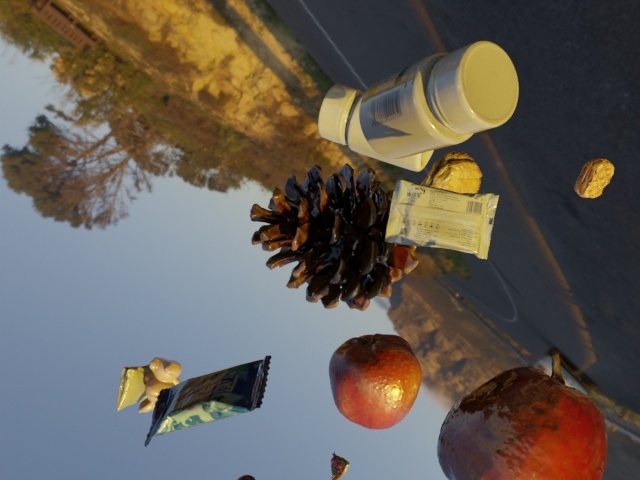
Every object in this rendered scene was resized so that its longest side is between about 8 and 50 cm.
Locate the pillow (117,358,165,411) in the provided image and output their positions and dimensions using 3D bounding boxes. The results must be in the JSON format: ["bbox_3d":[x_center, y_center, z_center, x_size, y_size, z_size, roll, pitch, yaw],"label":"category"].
[{"bbox_3d":[-0.615,0.493,1.732,0.050,0.148,0.230,18,179,17],"label":"pillow"}]

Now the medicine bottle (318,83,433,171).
[{"bbox_3d":[0.196,-0.382,1.680,0.371,0.211,0.211,23,178,20],"label":"medicine bottle"}]

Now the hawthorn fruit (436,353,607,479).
[{"bbox_3d":[0.295,0.288,0.716,0.224,0.260,0.224,22,-168,-5],"label":"hawthorn fruit"}]

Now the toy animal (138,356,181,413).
[{"bbox_3d":[-0.535,0.504,1.684,0.124,0.212,0.124,14,176,1],"label":"toy animal"}]

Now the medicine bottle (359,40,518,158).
[{"bbox_3d":[0.264,-0.317,1.166,0.208,0.208,0.340,42,159,-22],"label":"medicine bottle"}]

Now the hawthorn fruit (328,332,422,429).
[{"bbox_3d":[0.152,0.409,1.454,0.275,0.299,0.275,10,-161,-3],"label":"hawthorn fruit"}]

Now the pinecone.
[{"bbox_3d":[0.017,-0.027,1.165,0.384,0.384,0.384,44,-174,-5],"label":"pinecone"}]

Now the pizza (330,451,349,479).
[{"bbox_3d":[0.060,0.856,1.875,0.029,0.099,0.100,23,172,-32],"label":"pizza"}]

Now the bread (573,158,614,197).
[{"bbox_3d":[0.721,-0.162,1.322,0.083,0.110,0.044,9,-153,-20],"label":"bread"}]

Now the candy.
[{"bbox_3d":[-0.281,0.400,1.267,0.187,0.331,0.077,-89,-20,-59],"label":"candy"}]

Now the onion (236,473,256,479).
[{"bbox_3d":[-0.255,0.810,1.615,0.104,0.115,0.115,23,180,16],"label":"onion"}]

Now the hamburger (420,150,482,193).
[{"bbox_3d":[0.466,-0.186,1.839,0.259,0.283,0.144,20,-163,-43],"label":"hamburger"}]

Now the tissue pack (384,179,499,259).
[{"bbox_3d":[0.225,-0.041,0.937,0.193,0.122,0.026,10,-179,5],"label":"tissue pack"}]
